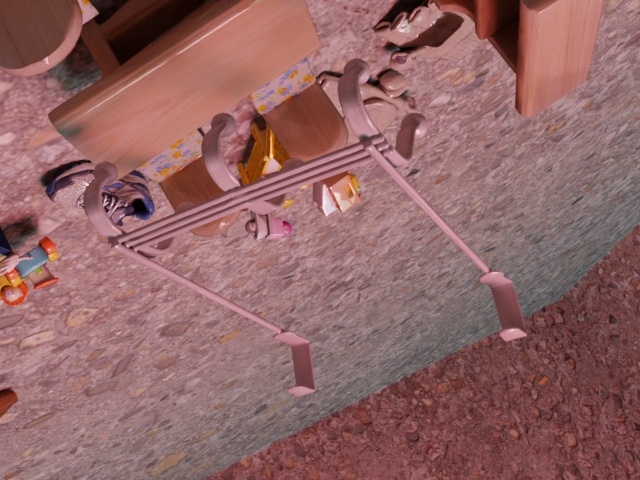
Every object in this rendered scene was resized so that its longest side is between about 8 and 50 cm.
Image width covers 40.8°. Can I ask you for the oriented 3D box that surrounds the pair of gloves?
[{"bbox_3d":[0.097,-0.204,1.057,0.240,0.042,0.204,-41,158,22],"label":"pair of gloves"}]

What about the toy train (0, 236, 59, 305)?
[{"bbox_3d":[-0.343,0.059,0.916,0.166,0.046,0.125,-31,-172,29],"label":"toy train"}]

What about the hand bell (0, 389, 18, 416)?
[{"bbox_3d":[-0.520,0.265,1.169,0.242,0.126,0.126,-31,164,-46],"label":"hand bell"}]

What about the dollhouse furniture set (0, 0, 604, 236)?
[{"bbox_3d":[-0.014,-0.154,0.699,0.394,0.256,0.362,-33,159,0],"label":"dollhouse furniture set"}]

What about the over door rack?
[{"bbox_3d":[0.000,0.000,0.719,0.239,0.108,0.324,-19,139,23],"label":"over door rack"}]

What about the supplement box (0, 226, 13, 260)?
[{"bbox_3d":[-0.363,0.004,0.829,0.083,0.056,0.083,-35,160,4],"label":"supplement box"}]

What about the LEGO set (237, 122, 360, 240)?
[{"bbox_3d":[-0.008,-0.084,0.997,0.107,0.132,0.287,-12,178,-24],"label":"LEGO set"}]

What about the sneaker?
[{"bbox_3d":[-0.227,-0.046,0.915,0.052,0.058,0.135,-45,156,28],"label":"sneaker"}]
